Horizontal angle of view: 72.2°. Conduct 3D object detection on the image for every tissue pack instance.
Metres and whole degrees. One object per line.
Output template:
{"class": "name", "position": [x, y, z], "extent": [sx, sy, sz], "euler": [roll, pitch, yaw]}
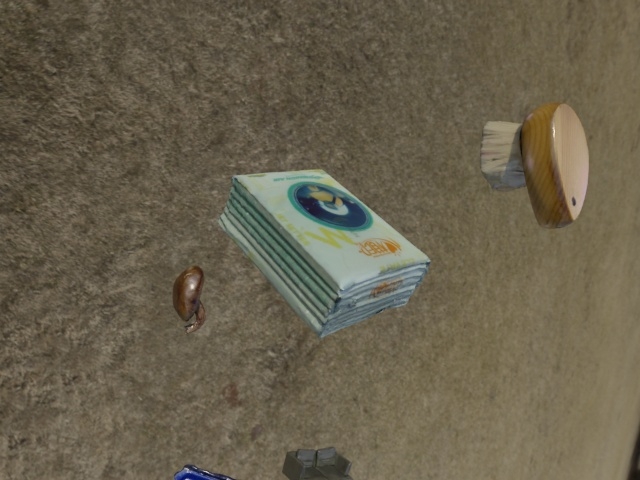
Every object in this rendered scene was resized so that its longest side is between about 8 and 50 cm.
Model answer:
{"class": "tissue pack", "position": [0.000, 0.000, 0.960], "extent": [0.288, 0.388, 0.162], "euler": [-13, 135, -41]}

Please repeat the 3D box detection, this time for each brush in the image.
{"class": "brush", "position": [0.435, -0.142, 0.903], "extent": [0.174, 0.166, 0.266], "euler": [24, 65, -35]}

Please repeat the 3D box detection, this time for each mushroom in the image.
{"class": "mushroom", "position": [-0.327, 0.147, 1.091], "extent": [0.080, 0.135, 0.170], "euler": [-1, 92, -11]}

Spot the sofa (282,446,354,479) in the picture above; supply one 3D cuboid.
{"class": "sofa", "position": [0.002, 0.494, 0.956], "extent": [0.147, 0.085, 0.060], "euler": [21, 85, -37]}

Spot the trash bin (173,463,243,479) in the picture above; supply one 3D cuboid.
{"class": "trash bin", "position": [-0.143, 0.383, 0.489], "extent": [0.162, 0.184, 0.234], "euler": [-63, 166, -61]}
